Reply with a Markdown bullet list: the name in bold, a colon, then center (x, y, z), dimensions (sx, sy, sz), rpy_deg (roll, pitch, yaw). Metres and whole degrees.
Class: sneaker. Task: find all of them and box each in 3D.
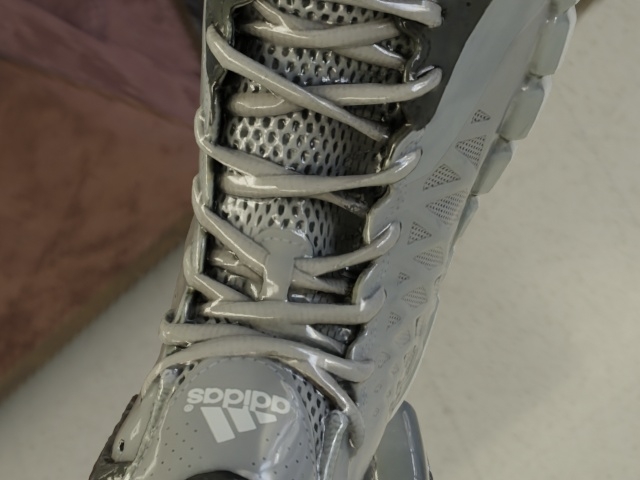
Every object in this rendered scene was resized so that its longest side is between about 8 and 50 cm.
- **sneaker**: center (0.000, 0.000, 0.385), dimensions (0.086, 0.228, 0.132), rpy_deg (13, 39, 5)

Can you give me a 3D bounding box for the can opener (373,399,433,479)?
- **can opener**: center (0.051, 0.236, 1.061), dimensions (0.074, 0.093, 0.280), rpy_deg (-13, 69, 3)
